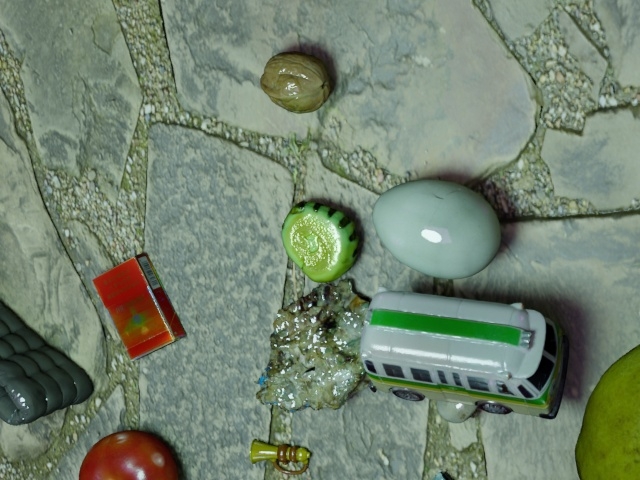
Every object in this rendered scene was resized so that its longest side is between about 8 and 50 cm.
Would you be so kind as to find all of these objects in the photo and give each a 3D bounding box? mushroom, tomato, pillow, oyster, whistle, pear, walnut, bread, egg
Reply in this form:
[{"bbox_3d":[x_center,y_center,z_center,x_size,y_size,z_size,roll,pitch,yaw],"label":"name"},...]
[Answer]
[{"bbox_3d":[0.236,0.265,1.706,0.079,0.085,0.085,37,117,-26],"label":"mushroom"},{"bbox_3d":[-0.355,0.447,1.951,0.195,0.136,0.195,4,101,20],"label":"tomato"},{"bbox_3d":[-0.610,0.217,1.966,0.326,0.228,0.101,40,106,13],"label":"pillow"},{"bbox_3d":[-0.007,0.194,1.784,0.259,0.092,0.198,-35,89,22],"label":"oyster"},{"bbox_3d":[-0.071,0.394,1.873,0.109,0.046,0.057,6,88,16],"label":"whistle"},{"bbox_3d":[0.548,0.287,1.428,0.352,0.352,0.413,53,130,6],"label":"pear"},{"bbox_3d":[-0.042,-0.260,1.707,0.124,0.105,0.105,11,104,26],"label":"walnut"},{"bbox_3d":[0.000,0.000,1.750,0.139,0.071,0.130,29,112,17],"label":"bread"},{"bbox_3d":[0.180,-0.021,1.626,0.209,0.151,0.151,21,107,19],"label":"egg"}]

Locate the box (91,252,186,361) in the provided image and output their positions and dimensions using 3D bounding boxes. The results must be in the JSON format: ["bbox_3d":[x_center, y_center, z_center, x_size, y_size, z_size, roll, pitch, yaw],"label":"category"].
[{"bbox_3d":[-0.336,0.124,1.930,0.112,0.048,0.175,-26,89,23],"label":"box"}]

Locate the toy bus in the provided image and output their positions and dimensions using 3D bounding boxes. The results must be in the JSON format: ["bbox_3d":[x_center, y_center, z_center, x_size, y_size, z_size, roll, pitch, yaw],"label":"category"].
[{"bbox_3d":[0.219,0.167,1.606,0.305,0.179,0.143,7,64,22],"label":"toy bus"}]

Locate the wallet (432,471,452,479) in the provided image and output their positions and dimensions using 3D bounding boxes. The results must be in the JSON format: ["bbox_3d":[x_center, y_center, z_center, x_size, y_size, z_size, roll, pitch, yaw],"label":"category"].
[{"bbox_3d":[0.188,0.591,1.784,0.237,0.075,0.342,42,113,14],"label":"wallet"}]
